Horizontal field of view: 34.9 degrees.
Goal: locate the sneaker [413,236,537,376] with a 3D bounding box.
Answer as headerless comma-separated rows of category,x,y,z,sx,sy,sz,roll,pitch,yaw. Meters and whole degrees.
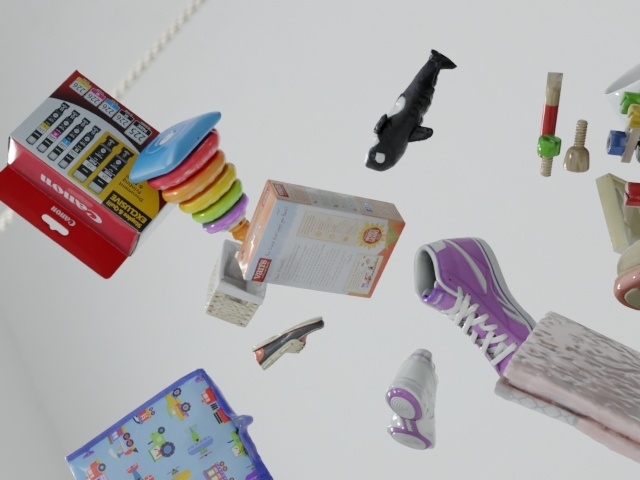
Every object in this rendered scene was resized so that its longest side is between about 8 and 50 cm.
sneaker,0.232,0.122,1.559,0.161,0.102,0.282,-3,-126,-42

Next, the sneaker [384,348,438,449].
sneaker,0.213,0.345,2.178,0.114,0.152,0.305,18,148,17

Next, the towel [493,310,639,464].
towel,0.378,0.195,1.189,0.317,0.053,0.332,26,-165,17

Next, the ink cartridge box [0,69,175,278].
ink cartridge box,-0.440,-0.125,1.970,0.309,0.272,0.130,36,150,-2

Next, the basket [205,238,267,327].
basket,-0.187,0.097,2.247,0.113,0.103,0.167,22,-148,-13

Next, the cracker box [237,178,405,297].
cracker box,0.000,0.000,1.639,0.232,0.156,0.067,10,-149,-25

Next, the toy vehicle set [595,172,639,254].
toy vehicle set,0.679,-0.030,2.134,0.267,0.035,0.166,17,-123,-41

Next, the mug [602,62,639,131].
mug,0.678,-0.186,1.724,0.328,0.276,0.374,57,-165,-5

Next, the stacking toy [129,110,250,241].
stacking toy,-0.195,-0.079,1.910,0.302,0.165,0.175,51,-125,-22

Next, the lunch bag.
lunch bag,-0.232,0.367,1.664,0.221,0.293,0.138,57,-167,21

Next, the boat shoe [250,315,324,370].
boat shoe,-0.047,0.161,1.607,0.043,0.137,0.049,64,-158,6

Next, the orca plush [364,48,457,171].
orca plush,0.209,-0.256,2.172,0.102,0.287,0.151,37,179,18

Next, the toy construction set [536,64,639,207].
toy construction set,0.464,-0.193,1.467,0.308,0.237,0.257,16,-149,28

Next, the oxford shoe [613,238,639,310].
oxford shoe,0.453,-0.055,0.965,0.140,0.397,0.146,34,-144,-46
